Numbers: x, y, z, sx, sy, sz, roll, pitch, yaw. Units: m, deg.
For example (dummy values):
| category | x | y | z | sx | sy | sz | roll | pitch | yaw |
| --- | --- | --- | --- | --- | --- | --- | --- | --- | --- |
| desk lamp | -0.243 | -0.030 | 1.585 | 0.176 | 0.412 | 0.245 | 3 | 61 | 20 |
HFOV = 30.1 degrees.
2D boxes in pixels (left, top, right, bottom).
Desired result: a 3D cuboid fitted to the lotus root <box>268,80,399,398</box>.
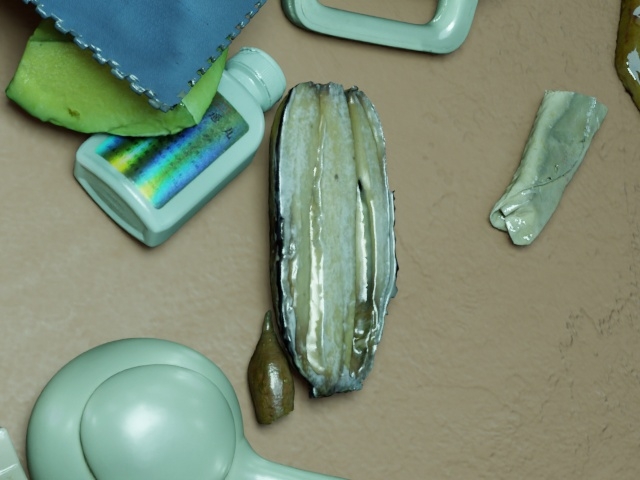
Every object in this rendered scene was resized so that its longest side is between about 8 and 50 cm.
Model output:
| category | x | y | z | sx | sy | sz | roll | pitch | yaw |
| --- | --- | --- | --- | --- | --- | --- | --- | --- | --- |
| lotus root | 0.000 | 0.001 | 1.250 | 0.167 | 0.078 | 0.330 | 10 | 78 | -38 |

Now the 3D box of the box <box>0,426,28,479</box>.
| category | x | y | z | sx | sy | sz | roll | pitch | yaw |
| --- | --- | --- | --- | --- | --- | --- | --- | --- | --- |
| box | -0.360 | 0.220 | 0.997 | 0.201 | 0.141 | 0.058 | -25 | 96 | -29 |

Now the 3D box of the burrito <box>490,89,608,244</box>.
| category | x | y | z | sx | sy | sz | roll | pitch | yaw |
| --- | --- | --- | --- | --- | --- | --- | --- | --- | --- |
| burrito | 0.269 | -0.095 | 1.404 | 0.087 | 0.060 | 0.226 | 39 | 64 | -18 |

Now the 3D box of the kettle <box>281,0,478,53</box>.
| category | x | y | z | sx | sy | sz | roll | pitch | yaw |
| --- | --- | --- | --- | --- | --- | --- | --- | --- | --- |
| kettle | 0.058 | -0.370 | 1.296 | 0.317 | 0.205 | 0.265 | 7 | 73 | -26 |

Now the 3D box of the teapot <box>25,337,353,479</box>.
| category | x | y | z | sx | sy | sz | roll | pitch | yaw |
| --- | --- | --- | --- | --- | --- | --- | --- | --- | --- |
| teapot | -0.109 | 0.192 | 1.114 | 0.318 | 0.149 | 0.220 | -4 | 81 | -25 |

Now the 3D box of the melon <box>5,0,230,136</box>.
| category | x | y | z | sx | sy | sz | roll | pitch | yaw |
| --- | --- | --- | --- | --- | --- | --- | --- | --- | --- |
| melon | -0.175 | -0.254 | 1.188 | 0.196 | 0.124 | 0.324 | 9 | 56 | 7 |

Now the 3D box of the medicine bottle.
| category | x | y | z | sx | sy | sz | roll | pitch | yaw |
| --- | --- | --- | --- | --- | --- | --- | --- | --- | --- |
| medicine bottle | -0.131 | -0.108 | 1.209 | 0.121 | 0.083 | 0.229 | 42 | 65 | 5 |

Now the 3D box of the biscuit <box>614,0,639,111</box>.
| category | x | y | z | sx | sy | sz | roll | pitch | yaw |
| --- | --- | --- | --- | --- | --- | --- | --- | --- | --- |
| biscuit | 0.537 | -0.240 | 1.573 | 0.359 | 0.046 | 0.359 | 5 | 77 | -23 |

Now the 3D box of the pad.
| category | x | y | z | sx | sy | sz | roll | pitch | yaw |
| --- | --- | --- | --- | --- | --- | --- | --- | --- | --- |
| pad | -0.181 | -0.271 | 1.097 | 0.269 | 0.012 | 0.269 | 40 | 47 | -6 |

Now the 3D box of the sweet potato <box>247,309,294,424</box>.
| category | x | y | z | sx | sy | sz | roll | pitch | yaw |
| --- | --- | --- | --- | --- | --- | --- | --- | --- | --- |
| sweet potato | -0.049 | 0.129 | 1.214 | 0.049 | 0.049 | 0.117 | 1 | 78 | -25 |
